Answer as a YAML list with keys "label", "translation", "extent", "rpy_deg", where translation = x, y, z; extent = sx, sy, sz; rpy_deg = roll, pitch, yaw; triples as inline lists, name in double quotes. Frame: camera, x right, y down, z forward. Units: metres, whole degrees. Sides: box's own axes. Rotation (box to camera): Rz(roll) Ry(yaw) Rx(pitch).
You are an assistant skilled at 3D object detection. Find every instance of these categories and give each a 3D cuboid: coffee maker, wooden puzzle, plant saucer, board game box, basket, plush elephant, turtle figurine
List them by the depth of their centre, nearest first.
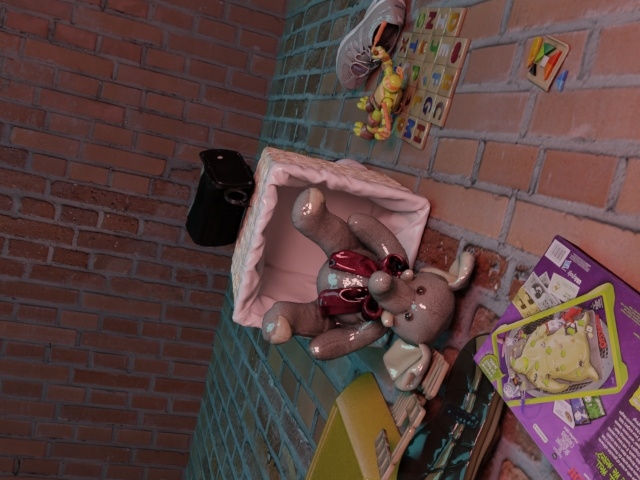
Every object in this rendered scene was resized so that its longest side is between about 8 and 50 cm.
- label: "board game box"
  translation: [0.310, 0.154, 0.754]
  extent: [0.208, 0.056, 0.347]
  rpy_deg: [-57, 24, 14]
- label: "wooden puzzle"
  translation: [0.340, -0.268, 1.020]
  extent: [0.116, 0.014, 0.079]
  rpy_deg: [-121, 45, -63]
- label: "plush elephant"
  translation: [0.104, 0.094, 1.124]
  extent: [0.255, 0.329, 0.272]
  rpy_deg: [2, 68, 55]
- label: "plant saucer"
  translation: [0.056, 0.479, 1.333]
  extent: [0.333, 0.080, 0.333]
  rpy_deg: [-115, 40, -62]
- label: "basket"
  translation: [0.000, 0.000, 1.389]
  extent: [0.266, 0.328, 0.332]
  rpy_deg: [-120, 44, -66]
- label: "coffee maker"
  translation: [-0.212, -0.071, 1.395]
  extent: [0.171, 0.120, 0.178]
  rpy_deg: [-92, 19, -49]
- label: "turtle figurine"
  translation: [0.140, -0.328, 1.505]
  extent: [0.217, 0.087, 0.270]
  rpy_deg: [132, 136, -71]

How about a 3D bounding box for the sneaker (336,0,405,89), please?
- label: "sneaker"
  translation: [0.116, -0.472, 1.659]
  extent: [0.281, 0.105, 0.115]
  rpy_deg: [122, 153, -46]

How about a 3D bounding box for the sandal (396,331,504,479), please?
- label: "sandal"
  translation: [0.214, 0.282, 0.981]
  extent: [0.120, 0.086, 0.303]
  rpy_deg: [27, 88, 54]

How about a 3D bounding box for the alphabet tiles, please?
- label: "alphabet tiles"
  translation: [0.216, -0.354, 1.447]
  extent: [0.342, 0.011, 0.285]
  rpy_deg: [-127, 51, -66]

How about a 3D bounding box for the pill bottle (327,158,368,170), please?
- label: "pill bottle"
  translation: [0.053, -0.146, 1.657]
  extent: [0.193, 0.108, 0.108]
  rpy_deg: [-166, 87, -71]

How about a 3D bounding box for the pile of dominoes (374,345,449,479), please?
- label: "pile of dominoes"
  translation: [0.154, 0.271, 1.072]
  extent: [0.196, 0.040, 0.251]
  rpy_deg: [-59, -3, -1]
